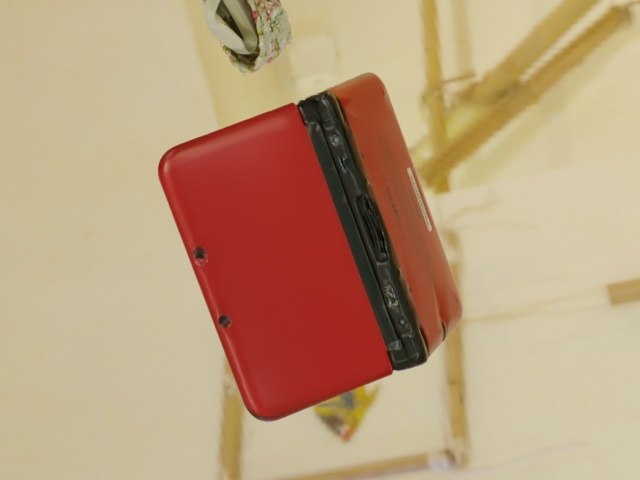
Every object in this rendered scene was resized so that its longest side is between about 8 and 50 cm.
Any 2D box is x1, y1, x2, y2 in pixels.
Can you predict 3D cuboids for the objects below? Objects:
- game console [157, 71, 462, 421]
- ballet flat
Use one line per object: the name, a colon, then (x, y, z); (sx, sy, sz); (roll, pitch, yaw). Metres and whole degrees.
game console: (0.000, 0.000, 0.747); (0.124, 0.085, 0.144); (-35, -73, -65)
ballet flat: (-0.099, -0.256, 1.434); (0.241, 0.091, 0.077); (54, -128, -40)
